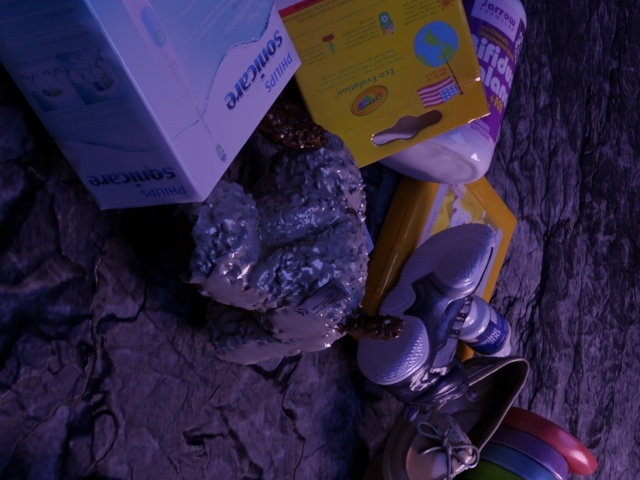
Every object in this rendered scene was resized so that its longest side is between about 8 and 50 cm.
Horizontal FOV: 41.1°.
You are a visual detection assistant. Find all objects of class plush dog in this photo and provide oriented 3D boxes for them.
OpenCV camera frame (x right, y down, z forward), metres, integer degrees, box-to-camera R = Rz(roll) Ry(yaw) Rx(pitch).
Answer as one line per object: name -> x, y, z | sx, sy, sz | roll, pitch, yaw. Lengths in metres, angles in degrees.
plush dog -> -0.014, -0.011, 0.858 | 0.262, 0.210, 0.226 | 80, 16, -58

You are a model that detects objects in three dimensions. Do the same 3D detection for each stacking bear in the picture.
stacking bear -> 0.292, 0.428, 1.365 | 0.289, 0.175, 0.164 | -57, 137, -19

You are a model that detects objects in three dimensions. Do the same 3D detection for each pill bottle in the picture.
pill bottle -> 0.171, -0.239, 1.108 | 0.169, 0.169, 0.302 | 31, 71, -48
pill bottle -> 0.220, 0.117, 1.223 | 0.120, 0.067, 0.067 | 35, 68, -47

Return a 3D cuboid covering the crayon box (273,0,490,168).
crayon box -> 0.047, -0.248, 0.932 | 0.081, 0.202, 0.319 | -106, 174, -58

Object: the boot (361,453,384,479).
boot -> 0.032, 0.358, 1.090 | 0.165, 0.077, 0.213 | 41, 64, -43

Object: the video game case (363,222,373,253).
video game case -> 0.000, 0.000, 1.046 | 0.157, 0.019, 0.143 | -48, 129, -35

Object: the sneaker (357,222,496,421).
sneaker -> 0.158, 0.109, 1.128 | 0.269, 0.101, 0.153 | -51, 133, -23

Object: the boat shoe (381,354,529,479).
boat shoe -> 0.187, 0.246, 1.170 | 0.105, 0.089, 0.285 | 52, 50, -6

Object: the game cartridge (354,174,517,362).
game cartridge -> 0.174, 0.044, 1.242 | 0.285, 0.052, 0.324 | 41, 63, -46

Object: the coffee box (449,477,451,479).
coffee box -> 0.177, 0.333, 1.261 | 0.184, 0.040, 0.113 | -52, 156, -33

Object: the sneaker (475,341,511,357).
sneaker -> 0.280, 0.151, 1.348 | 0.152, 0.053, 0.061 | -5, 110, -78

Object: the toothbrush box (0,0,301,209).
toothbrush box -> -0.159, -0.206, 0.713 | 0.296, 0.126, 0.216 | 62, 40, -34
